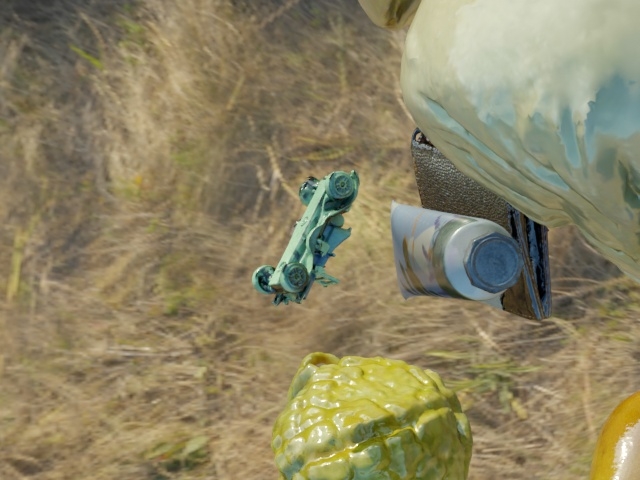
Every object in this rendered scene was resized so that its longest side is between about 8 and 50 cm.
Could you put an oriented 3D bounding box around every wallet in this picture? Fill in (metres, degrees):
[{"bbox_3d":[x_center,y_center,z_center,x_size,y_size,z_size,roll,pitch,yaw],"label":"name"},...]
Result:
[{"bbox_3d":[0.223,-0.026,1.715,0.221,0.071,0.262,17,125,52],"label":"wallet"}]

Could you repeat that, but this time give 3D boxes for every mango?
[{"bbox_3d":[0.331,0.233,1.228,0.113,0.253,0.138,-18,105,47],"label":"mango"}]

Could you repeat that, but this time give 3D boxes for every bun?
[{"bbox_3d":[0.144,-0.045,0.456,0.229,0.229,0.145,-8,80,21],"label":"bun"}]

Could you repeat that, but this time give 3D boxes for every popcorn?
[{"bbox_3d":[0.063,0.233,1.419,0.225,0.286,0.174,-3,113,7],"label":"popcorn"}]

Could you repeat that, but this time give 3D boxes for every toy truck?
[{"bbox_3d":[-0.001,0.001,1.291,0.080,0.078,0.154,-11,49,62],"label":"toy truck"}]

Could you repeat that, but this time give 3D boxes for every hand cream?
[{"bbox_3d":[0.096,0.013,0.986,0.058,0.271,0.091,-10,94,-11],"label":"hand cream"}]

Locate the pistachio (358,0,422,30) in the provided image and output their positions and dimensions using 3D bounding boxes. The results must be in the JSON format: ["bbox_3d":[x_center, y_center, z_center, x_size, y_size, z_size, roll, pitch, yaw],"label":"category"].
[{"bbox_3d":[0.119,-0.375,1.406,0.229,0.321,0.238,14,65,-11],"label":"pistachio"}]
